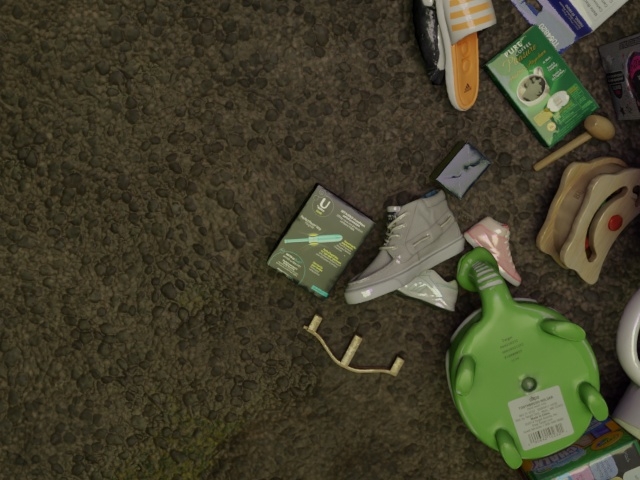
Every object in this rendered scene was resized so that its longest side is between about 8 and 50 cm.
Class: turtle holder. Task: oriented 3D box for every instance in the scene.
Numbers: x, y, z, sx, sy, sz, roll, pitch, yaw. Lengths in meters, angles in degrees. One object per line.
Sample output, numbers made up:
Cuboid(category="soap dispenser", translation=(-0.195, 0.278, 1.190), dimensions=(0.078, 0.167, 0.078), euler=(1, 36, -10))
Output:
Cuboid(category="turtle holder", translation=(0.304, 0.197, 1.396), dimensions=(0.320, 0.227, 0.243), euler=(40, 96, -5))

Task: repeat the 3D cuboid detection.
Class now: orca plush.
Cuboid(category="orca plush", translation=(0.188, -0.408, 1.409), dimensions=(0.151, 0.102, 0.288), euler=(-18, 113, -43))

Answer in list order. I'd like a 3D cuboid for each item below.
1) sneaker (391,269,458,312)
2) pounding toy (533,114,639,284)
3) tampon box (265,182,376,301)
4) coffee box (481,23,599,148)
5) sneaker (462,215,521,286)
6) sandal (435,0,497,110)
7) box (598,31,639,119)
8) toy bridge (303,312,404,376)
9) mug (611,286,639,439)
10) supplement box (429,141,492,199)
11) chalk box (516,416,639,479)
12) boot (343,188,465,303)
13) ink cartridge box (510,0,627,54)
Cuboid(category="sneaker", translation=(0.170, 0.077, 1.472), dimensions=(0.152, 0.053, 0.061), euler=(20, 80, -6))
Cuboid(category="pounding toy", translation=(0.463, -0.077, 1.445), dimensions=(0.154, 0.155, 0.270), euler=(10, 108, -31))
Cuboid(category="tampon box", translation=(0.000, 0.000, 1.428), dimensions=(0.120, 0.101, 0.161), euler=(34, 94, -5))
Cuboid(category="coffee box", translation=(0.376, -0.263, 1.434), dimensions=(0.113, 0.040, 0.184), euler=(-41, 97, 4))
Cuboid(category="sneaker", translation=(0.318, 0.015, 1.461), dimensions=(0.070, 0.051, 0.134), euler=(-44, 92, 9))
Cuboid(category="sandal", translation=(0.250, -0.339, 1.359), dimensions=(0.102, 0.076, 0.265), euler=(-35, 125, -37))
Cuboid(category="box", translation=(0.571, -0.278, 1.332), dimensions=(0.163, 0.247, 0.142), euler=(-17, 96, 1))
Cuboid(category="toy bridge", translation=(0.053, 0.195, 1.491), dimensions=(0.188, 0.026, 0.063), euler=(27, 97, -4))
Cuboid(category="mug", translation=(0.651, 0.204, 1.376), dimensions=(0.374, 0.276, 0.328), euler=(34, 86, -10))
Cuboid(category="supplement box", translation=(0.237, -0.120, 1.427), dimensions=(0.056, 0.083, 0.083), euler=(40, 94, -5))
Cuboid(category="chalk box", translation=(0.446, 0.414, 1.393), dimensions=(0.179, 0.289, 0.180), euler=(-24, 97, 2))
Cuboid(category="boot", translation=(0.125, 0.004, 1.399), dimensions=(0.258, 0.095, 0.124), euler=(-27, 100, -33))
Cuboid(category="ink cartridge box", translation=(0.421, -0.466, 1.408), dimensions=(0.224, 0.045, 0.223), euler=(-42, 96, 4))
